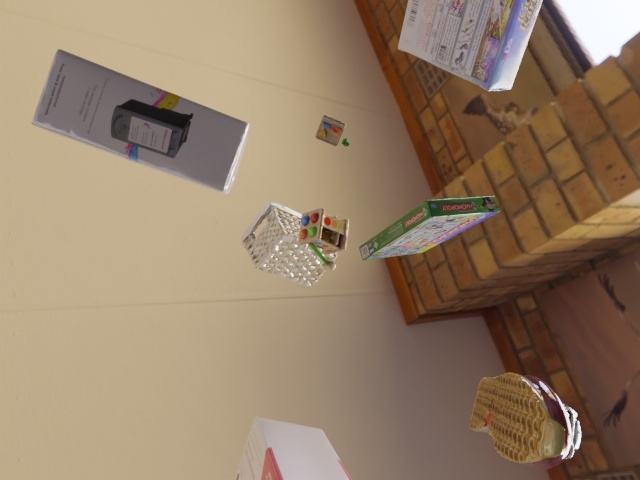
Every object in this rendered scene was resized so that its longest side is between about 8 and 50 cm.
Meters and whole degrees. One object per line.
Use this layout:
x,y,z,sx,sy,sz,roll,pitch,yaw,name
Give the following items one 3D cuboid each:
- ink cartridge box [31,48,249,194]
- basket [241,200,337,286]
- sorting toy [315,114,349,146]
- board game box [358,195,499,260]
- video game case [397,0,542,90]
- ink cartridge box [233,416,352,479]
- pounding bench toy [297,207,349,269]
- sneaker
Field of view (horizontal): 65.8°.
-0.288,-0.191,0.865,0.306,0.226,0.131,19,-87,-10,ink cartridge box
-0.060,0.012,1.027,0.167,0.113,0.103,22,-155,-39,basket
0.035,-0.251,1.159,0.083,0.062,0.012,22,-143,-3,sorting toy
0.268,-0.027,1.278,0.214,0.317,0.046,-5,-108,-27,board game box
0.250,-0.416,0.806,0.061,0.269,0.244,-11,-141,-28,video game case
-0.062,0.420,0.660,0.117,0.207,0.282,18,-89,-19,ink cartridge box
0.000,0.000,0.775,0.065,0.052,0.083,21,-113,-36,pounding bench toy
0.188,0.153,0.419,0.084,0.185,0.069,15,-98,7,sneaker
